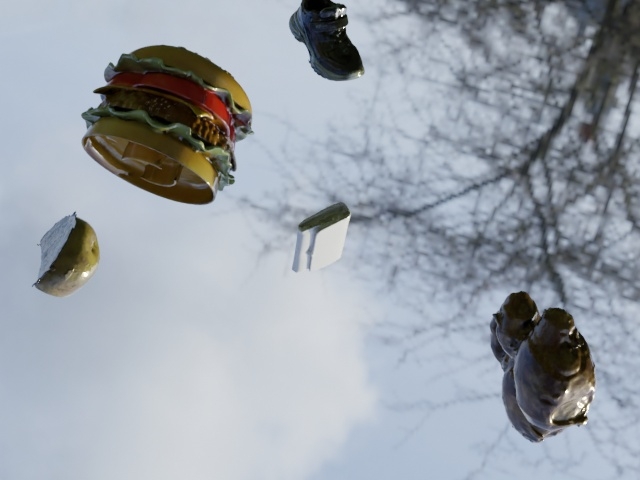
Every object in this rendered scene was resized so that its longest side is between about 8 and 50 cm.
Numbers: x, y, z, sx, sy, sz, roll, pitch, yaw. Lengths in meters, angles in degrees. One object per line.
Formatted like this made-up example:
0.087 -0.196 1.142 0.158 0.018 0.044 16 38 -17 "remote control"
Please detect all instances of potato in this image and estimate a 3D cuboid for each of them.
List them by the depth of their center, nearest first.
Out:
-0.481 0.022 2.539 0.098 0.138 0.243 35 -167 -21 "potato"

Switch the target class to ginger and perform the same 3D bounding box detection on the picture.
0.430 0.240 2.532 0.152 0.357 0.274 -13 -107 -8 "ginger"

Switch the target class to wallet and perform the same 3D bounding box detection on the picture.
0.000 0.000 1.404 0.061 0.122 0.025 -22 -108 -13 "wallet"

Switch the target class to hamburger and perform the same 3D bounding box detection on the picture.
-0.242 -0.204 2.149 0.274 0.212 0.274 20 163 6 "hamburger"

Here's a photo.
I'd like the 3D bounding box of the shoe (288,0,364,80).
0.014 -0.317 1.947 0.071 0.099 0.169 -19 -123 -25 "shoe"
